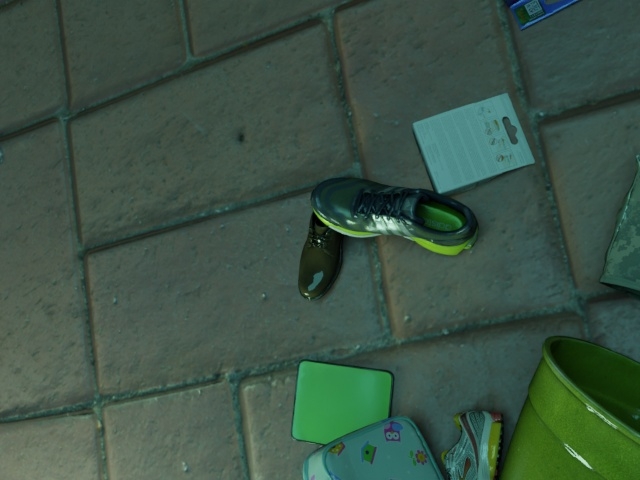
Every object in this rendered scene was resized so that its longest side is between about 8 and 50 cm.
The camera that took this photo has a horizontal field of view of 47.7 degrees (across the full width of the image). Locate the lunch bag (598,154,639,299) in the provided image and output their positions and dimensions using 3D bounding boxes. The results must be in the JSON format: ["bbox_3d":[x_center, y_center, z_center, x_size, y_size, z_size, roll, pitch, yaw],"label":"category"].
[{"bbox_3d":[0.581,-0.001,1.067,0.287,0.169,0.235,20,91,18],"label":"lunch bag"}]

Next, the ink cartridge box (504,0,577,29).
[{"bbox_3d":[0.376,-0.554,1.286,0.186,0.065,0.311,-24,76,17],"label":"ink cartridge box"}]

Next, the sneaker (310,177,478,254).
[{"bbox_3d":[0.130,-0.057,1.241,0.300,0.121,0.111,10,77,4],"label":"sneaker"}]

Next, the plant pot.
[{"bbox_3d":[0.398,0.381,1.011,0.366,0.366,0.353,31,105,22],"label":"plant pot"}]

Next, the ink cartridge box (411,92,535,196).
[{"bbox_3d":[0.270,-0.169,1.293,0.179,0.045,0.145,-17,75,0],"label":"ink cartridge box"}]

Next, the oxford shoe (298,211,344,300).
[{"bbox_3d":[0.000,0.000,1.335,0.083,0.096,0.227,16,90,21],"label":"oxford shoe"}]

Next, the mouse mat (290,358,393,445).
[{"bbox_3d":[0.038,0.304,1.324,0.189,0.007,0.152,4,84,23],"label":"mouse mat"}]

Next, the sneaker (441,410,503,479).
[{"bbox_3d":[0.239,0.385,1.171,0.092,0.088,0.225,6,60,19],"label":"sneaker"}]

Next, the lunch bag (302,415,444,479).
[{"bbox_3d":[0.113,0.439,1.170,0.108,0.224,0.279,-42,67,51],"label":"lunch bag"}]
